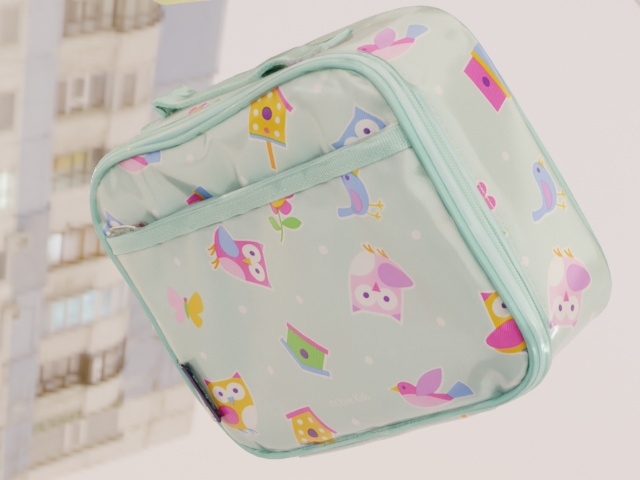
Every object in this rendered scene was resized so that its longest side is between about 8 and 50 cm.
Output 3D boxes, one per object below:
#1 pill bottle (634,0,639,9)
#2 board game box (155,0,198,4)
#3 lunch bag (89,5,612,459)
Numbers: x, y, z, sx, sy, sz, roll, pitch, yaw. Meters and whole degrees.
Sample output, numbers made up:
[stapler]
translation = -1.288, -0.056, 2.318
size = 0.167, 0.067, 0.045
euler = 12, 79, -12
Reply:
[pill bottle]
translation = 0.176, -0.319, 1.029
size = 0.323, 0.181, 0.181
euler = 55, -140, -2
[board game box]
translation = -0.100, -0.265, 1.378
size = 0.043, 0.092, 0.181
euler = 24, 171, -34
[lunch bag]
translation = 0.000, 0.000, 0.859
size = 0.279, 0.224, 0.108
euler = -20, -163, 44
